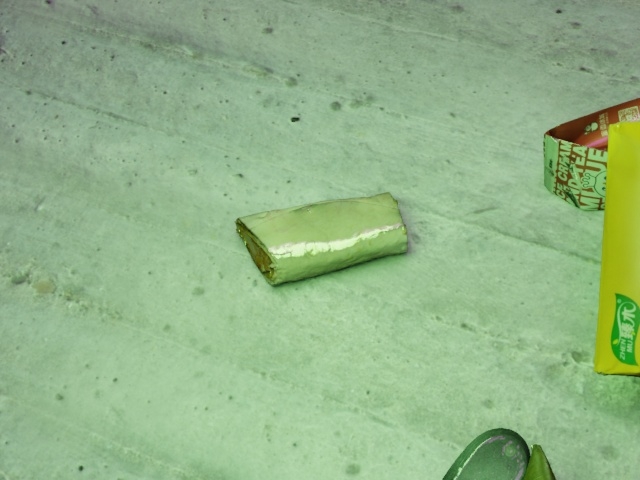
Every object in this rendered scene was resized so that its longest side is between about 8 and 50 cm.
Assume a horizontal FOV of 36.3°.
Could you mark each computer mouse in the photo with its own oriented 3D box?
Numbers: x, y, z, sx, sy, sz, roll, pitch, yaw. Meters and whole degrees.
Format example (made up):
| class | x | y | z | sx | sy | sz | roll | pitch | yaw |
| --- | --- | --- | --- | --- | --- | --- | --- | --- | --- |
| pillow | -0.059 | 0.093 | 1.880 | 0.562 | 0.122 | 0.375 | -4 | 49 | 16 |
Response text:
| class | x | y | z | sx | sy | sz | roll | pitch | yaw |
| --- | --- | --- | --- | --- | --- | --- | --- | --- | --- |
| computer mouse | 0.232 | 0.385 | 1.454 | 0.113 | 0.068 | 0.229 | 34 | 80 | 9 |

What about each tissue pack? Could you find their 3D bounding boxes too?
| class | x | y | z | sx | sy | sz | roll | pitch | yaw |
| --- | --- | --- | --- | --- | --- | --- | --- | --- | --- |
| tissue pack | 0.571 | 0.024 | 1.404 | 0.293 | 0.228 | 0.382 | 2 | 86 | 40 |

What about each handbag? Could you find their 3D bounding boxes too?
| class | x | y | z | sx | sy | sz | roll | pitch | yaw |
| --- | --- | --- | --- | --- | --- | --- | --- | --- | --- |
| handbag | 0.529 | -0.155 | 1.675 | 0.298 | 0.171 | 0.151 | -1 | 60 | 7 |

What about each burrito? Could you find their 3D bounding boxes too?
| class | x | y | z | sx | sy | sz | roll | pitch | yaw |
| --- | --- | --- | --- | --- | --- | --- | --- | --- | --- |
| burrito | -0.001 | -0.003 | 1.705 | 0.299 | 0.105 | 0.143 | -11 | 48 | 3 |

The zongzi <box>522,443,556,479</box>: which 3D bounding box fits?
| class | x | y | z | sx | sy | sz | roll | pitch | yaw |
| --- | --- | --- | --- | --- | --- | --- | --- | --- | --- |
| zongzi | 0.249 | 0.446 | 1.360 | 0.250 | 0.125 | 0.274 | -16 | 69 | -8 |
